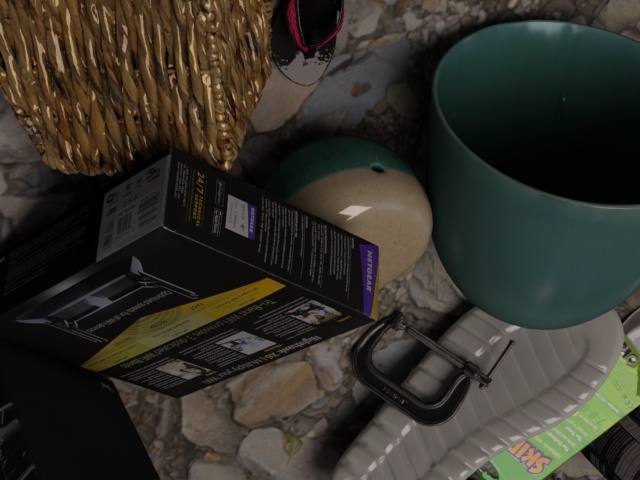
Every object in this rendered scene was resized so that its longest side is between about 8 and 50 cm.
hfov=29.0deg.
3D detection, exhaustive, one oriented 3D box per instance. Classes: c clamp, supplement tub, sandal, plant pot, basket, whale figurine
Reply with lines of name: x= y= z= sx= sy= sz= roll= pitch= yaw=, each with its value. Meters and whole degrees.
c clamp: x=0.124 y=0.140 z=1.442 sx=0.160 sy=0.022 sz=0.137 roll=28 pitch=87 yaw=6
supplement tub: x=0.436 y=0.301 z=1.639 sx=0.106 sy=0.198 sz=0.106 roll=-14 pitch=124 yaw=-21
sandal: x=0.174 y=0.195 z=1.491 sx=0.416 sy=0.169 sz=0.102 roll=-37 pitch=173 yaw=-3
sandal: x=-0.005 y=-0.223 z=1.183 sx=0.067 sy=0.040 sz=0.179 roll=2 pitch=128 yaw=-19
plant pot: x=0.242 y=-0.048 z=1.288 sx=0.293 sy=0.293 sz=0.235 roll=-13 pitch=137 yaw=-21
basket: x=-0.167 y=-0.229 z=1.079 sx=0.213 sy=0.223 sz=0.299 roll=1 pitch=123 yaw=9
whale figurine: x=0.000 y=0.000 z=1.298 sx=0.216 sy=0.141 sz=0.272 roll=0 pitch=142 yaw=-27

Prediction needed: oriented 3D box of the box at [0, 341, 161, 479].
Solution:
box: x=-0.308 y=0.304 z=1.159 sx=0.179 sy=0.343 sz=0.312 roll=35 pitch=98 yaw=-37

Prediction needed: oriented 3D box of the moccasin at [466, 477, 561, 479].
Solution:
moccasin: x=0.283 y=0.386 z=1.650 sx=0.342 sy=0.137 sz=0.117 roll=14 pitch=106 yaw=-34

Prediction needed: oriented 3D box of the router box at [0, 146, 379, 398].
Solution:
router box: x=-0.136 y=0.045 z=1.152 sx=0.243 sy=0.081 sz=0.308 roll=26 pitch=144 yaw=-36

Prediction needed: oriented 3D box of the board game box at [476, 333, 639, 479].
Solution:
board game box: x=0.300 y=0.216 z=1.588 sx=0.259 sy=0.039 sz=0.124 roll=-37 pitch=97 yaw=-6

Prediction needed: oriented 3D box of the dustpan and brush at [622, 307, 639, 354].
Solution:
dustpan and brush: x=0.495 y=0.107 z=1.654 sx=0.211 sy=0.060 sz=0.147 roll=-41 pitch=116 yaw=7
